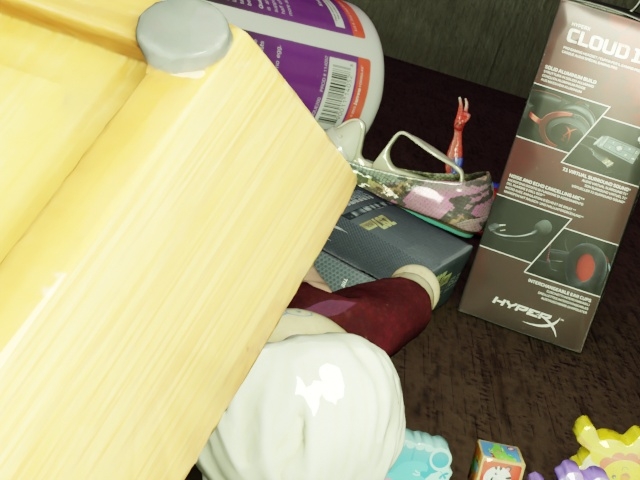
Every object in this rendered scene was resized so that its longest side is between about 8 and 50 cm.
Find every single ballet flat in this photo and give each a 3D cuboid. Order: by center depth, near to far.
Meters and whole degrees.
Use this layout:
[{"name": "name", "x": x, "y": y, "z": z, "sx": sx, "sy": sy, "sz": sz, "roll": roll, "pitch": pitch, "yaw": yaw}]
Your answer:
[{"name": "ballet flat", "x": 0.053, "y": -0.067, "z": 1.351, "sx": 0.221, "sy": 0.079, "sz": 0.077, "roll": 15, "pitch": 13, "yaw": 6}]

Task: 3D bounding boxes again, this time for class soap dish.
[{"name": "soap dish", "x": -0.152, "y": 0.031, "z": 0.372, "sx": 0.229, "sy": 0.118, "sz": 0.291, "roll": 21, "pitch": 54, "yaw": 15}]

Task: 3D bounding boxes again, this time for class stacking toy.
[{"name": "stacking toy", "x": 0.078, "y": 0.127, "z": 0.738, "sx": 0.221, "sy": 0.052, "sz": 0.167, "roll": 13, "pitch": 14, "yaw": -3}]

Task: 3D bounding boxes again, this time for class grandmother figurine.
[{"name": "grandmother figurine", "x": -0.039, "y": 0.048, "z": 0.715, "sx": 0.207, "sy": 0.104, "sz": 0.342, "roll": -28, "pitch": 14, "yaw": -7}]

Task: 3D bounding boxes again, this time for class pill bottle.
[{"name": "pill bottle", "x": -0.106, "y": -0.182, "z": 1.490, "sx": 0.323, "sy": 0.182, "sz": 0.181, "roll": 8, "pitch": 16, "yaw": -36}]

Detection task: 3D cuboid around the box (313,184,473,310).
[{"name": "box", "x": 0.000, "y": 0.000, "z": 1.098, "sx": 0.183, "sy": 0.059, "sz": 0.232, "roll": 29, "pitch": 16, "yaw": 14}]

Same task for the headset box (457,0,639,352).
[{"name": "headset box", "x": 0.221, "y": -0.079, "z": 1.231, "sx": 0.110, "sy": 0.293, "sz": 0.218, "roll": 19, "pitch": 12, "yaw": 9}]

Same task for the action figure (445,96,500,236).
[{"name": "action figure", "x": 0.199, "y": -0.076, "z": 1.559, "sx": 0.091, "sy": 0.139, "sz": 0.280, "roll": 21, "pitch": 16, "yaw": 22}]
